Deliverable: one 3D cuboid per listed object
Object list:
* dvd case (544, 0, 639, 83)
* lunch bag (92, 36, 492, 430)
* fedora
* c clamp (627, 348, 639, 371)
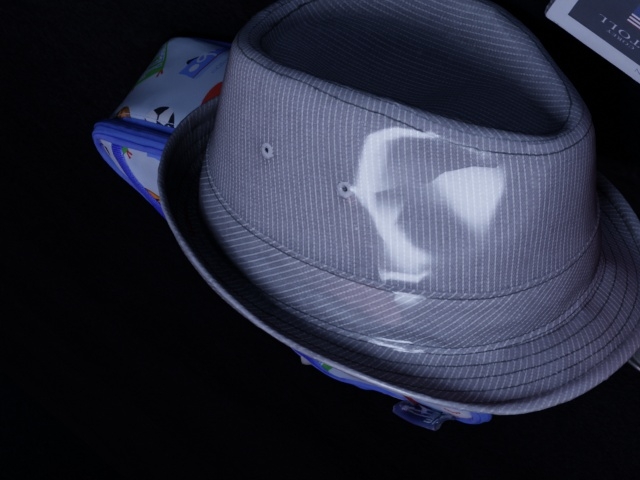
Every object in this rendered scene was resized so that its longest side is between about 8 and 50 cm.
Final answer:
[{"bbox_3d":[0.190,-0.084,0.739,0.179,0.029,0.238,36,162,2],"label":"dvd case"},{"bbox_3d":[0.000,0.000,1.314,0.243,0.115,0.303,15,153,50],"label":"lunch bag"},{"bbox_3d":[0.050,-0.046,1.013,0.275,0.244,0.124,34,135,31],"label":"fedora"},{"bbox_3d":[0.229,0.069,1.244,0.137,0.022,0.160,21,160,48],"label":"c clamp"}]
